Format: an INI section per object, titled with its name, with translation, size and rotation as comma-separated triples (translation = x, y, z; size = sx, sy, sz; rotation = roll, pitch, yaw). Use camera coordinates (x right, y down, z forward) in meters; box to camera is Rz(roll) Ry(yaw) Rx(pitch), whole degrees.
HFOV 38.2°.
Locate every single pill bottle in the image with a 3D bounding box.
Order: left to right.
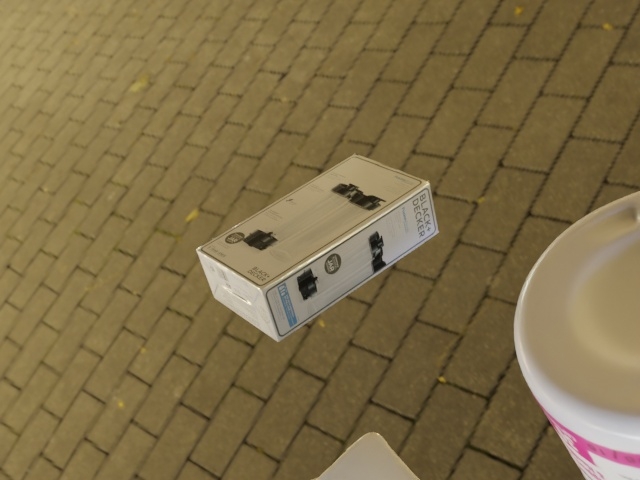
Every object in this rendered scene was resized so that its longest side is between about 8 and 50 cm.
[pill bottle]
translation = 0.232, 0.116, 0.526
size = 0.160, 0.283, 0.160
rotation = -22, 38, 19

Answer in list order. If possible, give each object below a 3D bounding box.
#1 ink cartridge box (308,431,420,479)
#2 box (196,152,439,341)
[ink cartridge box]
translation = -0.017, 0.352, 0.800
size = 0.353, 0.119, 0.207
rotation = -42, 77, -3
[box]
translation = 0.000, 0.000, 1.258
size = 0.290, 0.087, 0.169
rotation = -34, 36, -25
